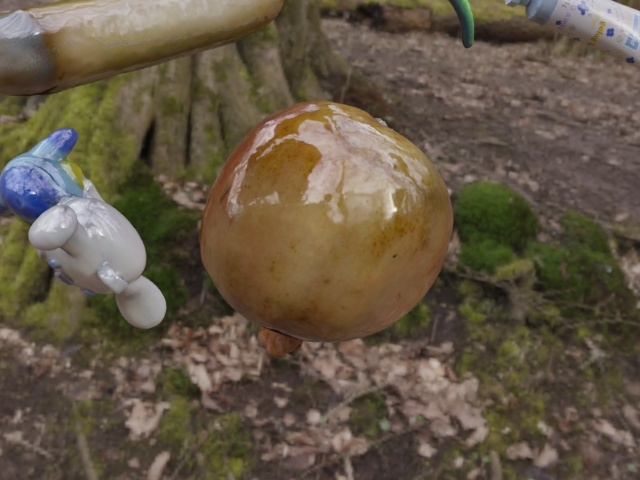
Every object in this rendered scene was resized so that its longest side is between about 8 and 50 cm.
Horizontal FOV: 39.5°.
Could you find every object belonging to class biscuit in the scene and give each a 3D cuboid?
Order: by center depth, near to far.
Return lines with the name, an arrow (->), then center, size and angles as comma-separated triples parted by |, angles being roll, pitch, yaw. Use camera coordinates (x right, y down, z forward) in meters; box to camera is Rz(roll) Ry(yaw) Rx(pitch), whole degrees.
biscuit -> -0.192, -0.159, 0.695 | 0.237, 0.062, 0.291 | 3, 23, 34

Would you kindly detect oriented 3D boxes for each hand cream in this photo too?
hand cream -> 0.257, -0.208, 0.844 | 0.171, 0.065, 0.043 | 19, -13, -12

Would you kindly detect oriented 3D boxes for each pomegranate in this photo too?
pomegranate -> 0.000, 0.000, 0.899 | 0.229, 0.270, 0.252 | 32, 11, 19

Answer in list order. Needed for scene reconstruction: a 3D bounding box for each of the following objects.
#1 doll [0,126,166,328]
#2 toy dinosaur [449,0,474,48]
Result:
doll -> -0.424, -0.032, 1.476 | 0.187, 0.376, 0.365 | -29, 59, -21
toy dinosaur -> -0.037, -0.276, 0.893 | 0.500, 0.374, 0.144 | 48, -22, -29
